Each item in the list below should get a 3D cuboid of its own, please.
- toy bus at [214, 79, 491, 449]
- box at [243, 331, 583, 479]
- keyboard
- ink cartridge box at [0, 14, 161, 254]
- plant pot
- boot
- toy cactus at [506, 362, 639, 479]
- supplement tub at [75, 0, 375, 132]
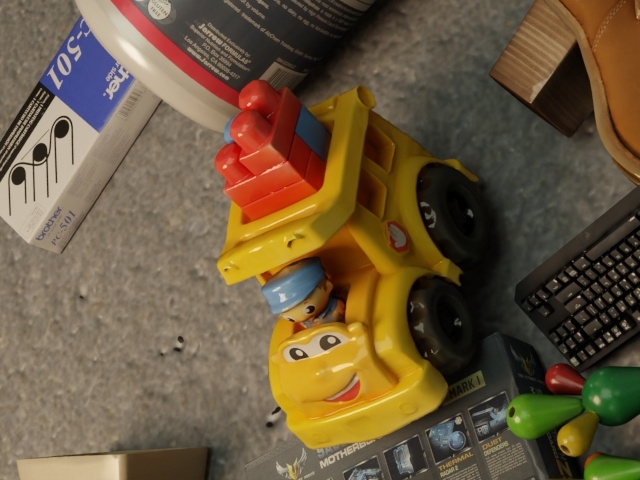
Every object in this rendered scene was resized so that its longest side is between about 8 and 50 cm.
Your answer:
[{"bbox_3d":[0.000,0.000,1.172,0.149,0.211,0.220,-21,42,32],"label":"toy bus"},{"bbox_3d":[0.070,0.196,1.189,0.232,0.059,0.183,-31,61,24],"label":"box"},{"bbox_3d":[0.207,0.033,1.104,0.108,0.023,0.180,44,140,0],"label":"keyboard"},{"bbox_3d":[-0.210,-0.101,1.476,0.097,0.046,0.207,39,99,35],"label":"ink cartridge box"},{"bbox_3d":[-0.158,0.211,1.316,0.109,0.109,0.096,-6,84,32],"label":"plant pot"},{"bbox_3d":[0.269,-0.130,1.139,0.220,0.109,0.283,-52,48,6],"label":"boot"},{"bbox_3d":[0.234,0.113,1.058,0.219,0.112,0.180,23,101,17],"label":"toy cactus"},{"bbox_3d":[-0.040,-0.234,1.310,0.272,0.191,0.191,-46,56,14],"label":"supplement tub"}]
